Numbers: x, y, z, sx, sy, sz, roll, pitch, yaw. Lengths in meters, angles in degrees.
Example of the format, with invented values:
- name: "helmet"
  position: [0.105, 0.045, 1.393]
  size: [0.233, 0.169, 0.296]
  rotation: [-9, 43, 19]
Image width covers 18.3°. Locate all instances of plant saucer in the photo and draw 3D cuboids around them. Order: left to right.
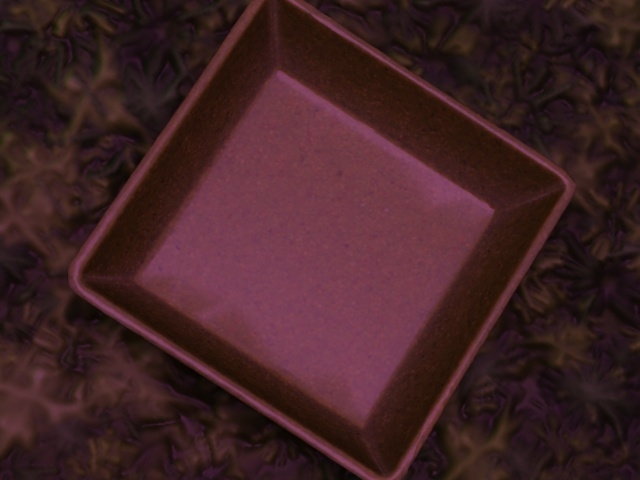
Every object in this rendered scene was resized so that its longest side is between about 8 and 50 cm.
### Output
- name: "plant saucer"
  position: [0.000, 0.000, 0.983]
  size: [0.188, 0.045, 0.188]
  rotation: [33, 73, -1]
